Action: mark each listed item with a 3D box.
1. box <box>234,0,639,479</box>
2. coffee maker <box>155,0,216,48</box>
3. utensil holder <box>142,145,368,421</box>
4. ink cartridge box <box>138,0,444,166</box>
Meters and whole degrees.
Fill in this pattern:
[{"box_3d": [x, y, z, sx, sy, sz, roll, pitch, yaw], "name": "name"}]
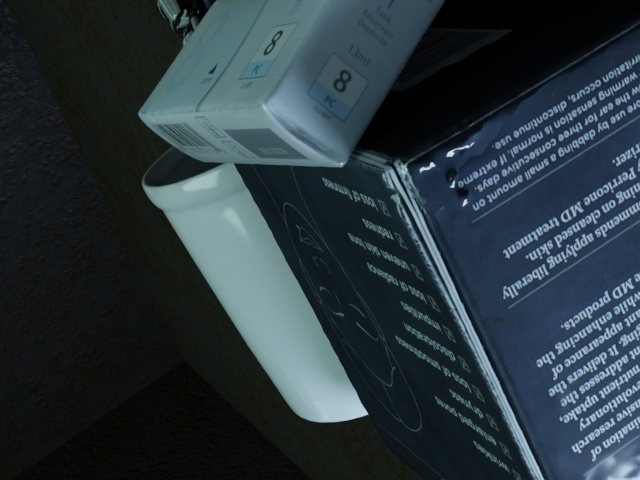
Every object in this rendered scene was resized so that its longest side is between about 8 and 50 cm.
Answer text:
[{"box_3d": [0.177, 0.031, 1.066, 0.471, 0.297, 0.480, 65, 166, -20], "name": "box"}, {"box_3d": [-0.129, -0.302, 1.562, 0.120, 0.171, 0.178, 113, 138, -60], "name": "coffee maker"}, {"box_3d": [0.000, 0.000, 1.467, 0.385, 0.327, 0.327, 59, 160, -19], "name": "utensil holder"}, {"box_3d": [0.017, -0.242, 0.941, 0.091, 0.385, 0.308, 34, 169, -24], "name": "ink cartridge box"}]
